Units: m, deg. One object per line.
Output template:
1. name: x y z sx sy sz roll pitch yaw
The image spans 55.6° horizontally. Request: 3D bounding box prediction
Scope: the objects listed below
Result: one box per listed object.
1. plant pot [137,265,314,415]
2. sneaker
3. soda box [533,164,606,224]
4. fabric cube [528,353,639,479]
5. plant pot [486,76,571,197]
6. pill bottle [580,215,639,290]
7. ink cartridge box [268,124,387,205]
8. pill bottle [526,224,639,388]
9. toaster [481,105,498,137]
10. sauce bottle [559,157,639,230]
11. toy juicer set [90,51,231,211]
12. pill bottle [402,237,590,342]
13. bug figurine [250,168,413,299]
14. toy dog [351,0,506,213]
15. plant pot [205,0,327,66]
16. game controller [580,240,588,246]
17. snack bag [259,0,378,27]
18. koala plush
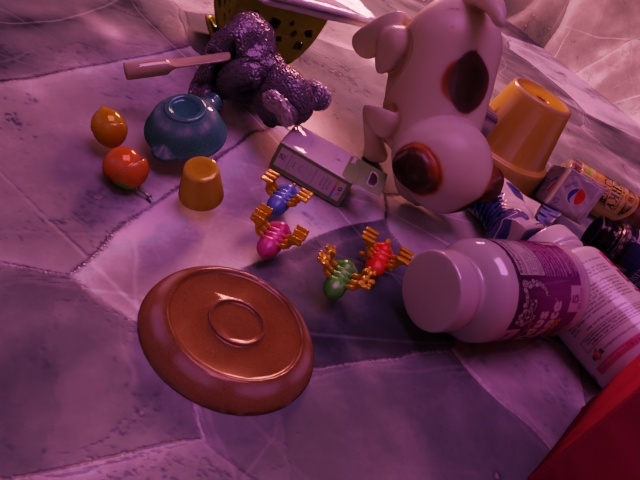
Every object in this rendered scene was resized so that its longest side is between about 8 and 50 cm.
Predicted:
1. plant pot: -0.110 0.111 0.772 0.236 0.032 0.236 20 36 -15
2. sneaker: 0.380 -0.049 1.289 0.182 0.127 0.315 39 27 20
3. soda box: 0.592 -0.116 1.470 0.091 0.098 0.286 34 14 5
4. fabric cube: 0.487 0.285 0.795 0.259 0.258 0.254 45 37 21
5. plant pot: 0.494 -0.268 1.543 0.254 0.239 0.254 20 35 -15
6. pill bottle: 0.732 0.037 1.427 0.219 0.123 0.123 32 33 4
7. ink cartridge box: 0.017 -0.133 1.160 0.209 0.062 0.109 29 33 -2
8. pill bottle: 0.486 0.113 1.104 0.160 0.160 0.283 0 44 -37
9. toaster: 0.324 -0.295 1.487 0.110 0.168 0.186 19 33 -32
10. sauce bottle: 0.809 -0.103 1.679 0.344 0.111 0.111 28 33 -1
11. toy juicer set: -0.256 -0.189 0.988 0.209 0.089 0.329 3 54 -9
12. pill bottle: 0.284 0.081 0.987 0.301 0.169 0.169 2 43 -35
13. bug figurine: 0.000 0.000 0.963 0.279 0.072 0.216 32 31 6
14. toy dog: 0.254 -0.252 1.235 0.284 0.395 0.408 12 73 -33
15. plant pot: -0.140 -0.518 1.416 0.227 0.207 0.228 9 39 -30
16. game controller: 0.600 0.132 1.212 0.166 0.067 0.319 31 22 -50
17. snack bag: -0.070 -0.584 1.338 0.323 0.037 0.342 -5 48 -41
18. koala plush: -0.100 -0.296 1.152 0.221 0.203 0.196 37 35 15
